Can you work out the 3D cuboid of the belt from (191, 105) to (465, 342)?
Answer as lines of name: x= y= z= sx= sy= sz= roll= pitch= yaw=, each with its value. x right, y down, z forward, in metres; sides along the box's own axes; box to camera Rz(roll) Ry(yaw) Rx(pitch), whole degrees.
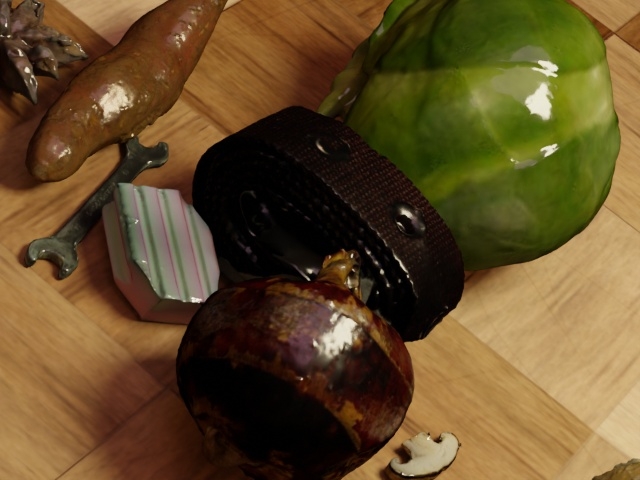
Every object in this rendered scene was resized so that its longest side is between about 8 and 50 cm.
belt: x=0.000 y=0.000 z=1.752 sx=0.289 sy=0.184 sz=0.164 roll=40 pitch=34 yaw=15

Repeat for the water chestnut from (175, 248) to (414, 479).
water chestnut: x=-0.019 y=0.116 z=1.601 sx=0.224 sy=0.223 sz=0.238 roll=22 pitch=63 yaw=-6

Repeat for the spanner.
spanner: x=-0.228 y=-0.040 z=1.802 sx=0.054 sy=0.015 sz=0.254 roll=29 pitch=41 yaw=5

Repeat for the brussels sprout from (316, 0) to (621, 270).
brussels sprout: x=0.180 y=-0.131 z=1.908 sx=0.276 sy=0.315 sz=0.371 roll=54 pitch=29 yaw=-27

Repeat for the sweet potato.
sweet potato: x=-0.209 y=-0.165 z=1.875 sx=0.095 sy=0.106 sz=0.354 roll=42 pitch=55 yaw=-2

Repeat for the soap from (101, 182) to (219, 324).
soap: x=-0.158 y=0.018 z=1.740 sx=0.100 sy=0.056 sz=0.149 roll=5 pitch=51 yaw=-28

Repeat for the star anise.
star anise: x=-0.344 y=-0.216 z=1.880 sx=0.195 sy=0.065 sz=0.182 roll=5 pitch=46 yaw=-26

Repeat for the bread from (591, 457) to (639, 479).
bread: x=0.346 y=0.308 z=1.631 sx=0.196 sy=0.176 sz=0.246 roll=17 pitch=43 yaw=-15

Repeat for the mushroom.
mushroom: x=0.103 y=0.215 z=1.715 sx=0.101 sy=0.019 sz=0.049 roll=-19 pitch=60 yaw=-42
